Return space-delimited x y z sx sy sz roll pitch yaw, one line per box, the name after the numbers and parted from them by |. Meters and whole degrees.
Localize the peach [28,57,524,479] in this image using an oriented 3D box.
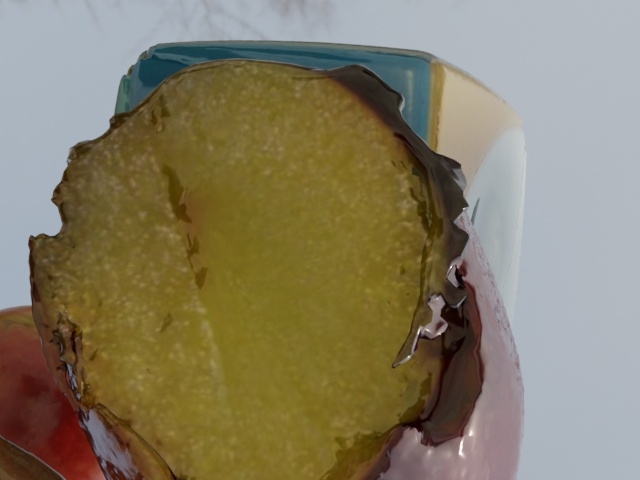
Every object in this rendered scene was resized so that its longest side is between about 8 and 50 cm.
-0.029 0.066 1.207 0.339 0.416 0.353 -15 -169 1 | peach

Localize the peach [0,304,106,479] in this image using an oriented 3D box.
-0.363 0.279 1.956 0.388 0.388 0.388 -15 -142 12 | peach

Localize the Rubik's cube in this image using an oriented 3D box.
0.000 0.000 1.588 0.351 0.347 0.352 1 -98 22 | Rubik's cube

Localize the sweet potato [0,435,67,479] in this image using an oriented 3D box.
-0.257 0.228 1.407 0.058 0.255 0.078 -52 -158 -15 | sweet potato
